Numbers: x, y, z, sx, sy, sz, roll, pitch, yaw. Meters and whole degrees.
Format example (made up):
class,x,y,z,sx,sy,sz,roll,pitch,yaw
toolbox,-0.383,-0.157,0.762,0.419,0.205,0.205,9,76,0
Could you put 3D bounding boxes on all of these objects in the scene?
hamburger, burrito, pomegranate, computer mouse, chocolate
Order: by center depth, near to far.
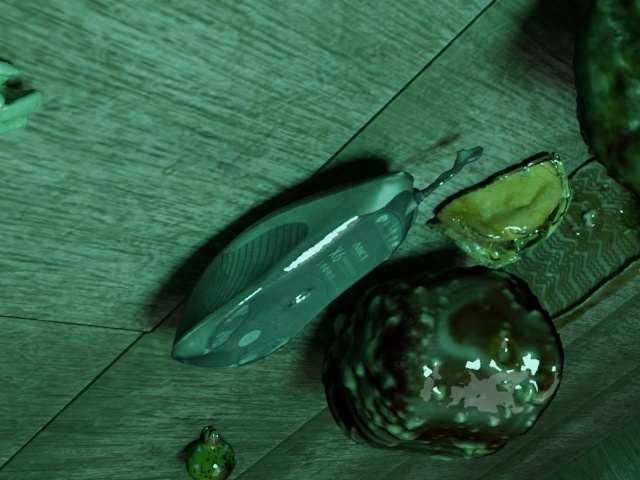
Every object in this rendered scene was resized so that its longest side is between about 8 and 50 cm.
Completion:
class,x,y,z,sx,sy,sz,roll,pitch,yaw
burrito,-0.244,-0.095,0.628,0.118,0.044,0.074,-4,139,-33
computer mouse,0.000,0.000,0.962,0.379,0.090,0.167,-35,157,-3
hamburger,0.226,-0.019,1.118,0.176,0.102,0.087,-25,164,-9
chocolate,0.116,0.152,1.164,0.210,0.225,0.340,4,159,-20
chocolate,0.338,0.005,1.214,0.214,0.148,0.093,-40,155,24
pomegranate,-0.151,0.307,1.343,0.073,0.073,0.084,16,113,-53

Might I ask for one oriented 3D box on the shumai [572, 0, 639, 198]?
class,x,y,z,sx,sy,sz,roll,pitch,yaw
shumai,0.425,-0.132,0.850,0.395,0.395,0.348,-32,150,5
